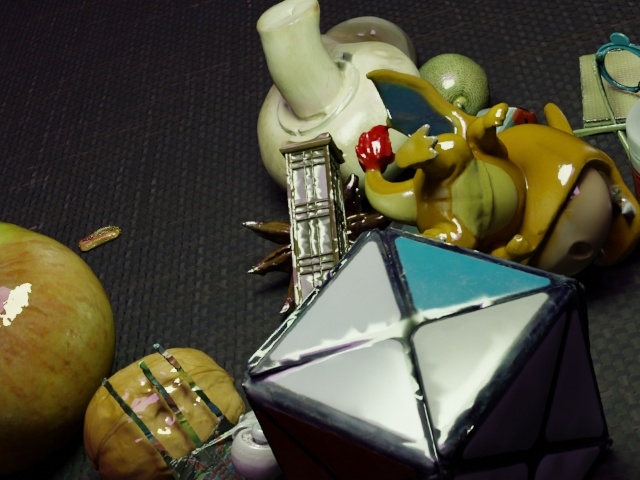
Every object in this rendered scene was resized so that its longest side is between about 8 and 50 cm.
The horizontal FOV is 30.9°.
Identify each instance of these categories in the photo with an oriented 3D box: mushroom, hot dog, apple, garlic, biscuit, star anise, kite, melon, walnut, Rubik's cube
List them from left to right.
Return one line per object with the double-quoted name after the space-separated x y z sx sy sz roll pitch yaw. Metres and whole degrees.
-0.500 0.169 1.741 0.401 0.333 0.400 -9 57 14 "apple"
-0.412 -0.006 2.159 0.083 0.021 0.037 -28 38 -7 "hot dog"
-0.215 0.252 1.602 0.226 0.193 0.193 -26 36 -12 "walnut"
-0.162 0.264 1.515 0.152 0.285 0.015 -41 2 -27 "kite"
0.004 0.011 1.880 0.272 0.102 0.271 -7 64 14 "star anise"
0.028 -0.240 2.019 0.315 0.356 0.315 -15 -1 0 "mushroom"
0.057 -0.339 2.275 0.325 0.132 0.279 24 46 38 "garlic"
0.133 0.199 1.389 0.305 0.307 0.310 17 51 39 "Rubik's cube"
0.235 -0.264 2.073 0.139 0.139 0.192 -20 20 2 "melon"
0.515 -0.262 2.016 0.121 0.040 0.199 -7 42 18 "biscuit"

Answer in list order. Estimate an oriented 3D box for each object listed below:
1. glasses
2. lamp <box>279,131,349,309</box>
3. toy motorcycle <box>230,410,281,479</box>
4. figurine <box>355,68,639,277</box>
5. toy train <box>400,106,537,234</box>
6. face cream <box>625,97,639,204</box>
0.505 -0.209 1.896 0.239 0.102 0.207 41 97 37 "glasses"
0.000 0.000 1.778 0.089 0.090 0.325 -11 66 15 "lamp"
-0.046 0.246 1.528 0.113 0.112 0.254 1 10 27 "toy motorcycle"
0.250 -0.086 1.672 0.387 0.400 0.268 -5 -17 -37 "figurine"
0.249 -0.108 1.916 0.086 0.089 0.409 2 42 36 "toy train"
0.554 -0.109 1.681 0.201 0.187 0.201 -13 37 10 "face cream"
